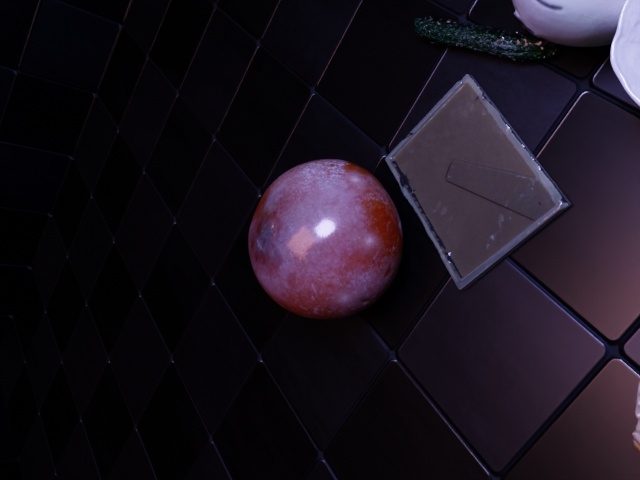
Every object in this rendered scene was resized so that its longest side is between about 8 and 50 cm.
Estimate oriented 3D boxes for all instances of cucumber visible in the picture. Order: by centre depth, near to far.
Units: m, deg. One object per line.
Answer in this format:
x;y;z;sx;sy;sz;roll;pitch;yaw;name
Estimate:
0.245;-0.309;0.909;0.256;0.043;0.044;32;111;43;cucumber

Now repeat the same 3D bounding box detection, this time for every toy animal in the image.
0.333;-0.375;0.708;0.212;0.212;0.267;2;82;46;toy animal

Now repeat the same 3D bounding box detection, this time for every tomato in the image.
0.000;0.000;0.982;0.270;0.227;0.271;-6;81;48;tomato

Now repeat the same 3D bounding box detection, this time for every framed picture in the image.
0.223;-0.094;0.914;0.209;0.019;0.281;-44;55;32;framed picture

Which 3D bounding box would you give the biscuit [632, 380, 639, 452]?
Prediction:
0.419;0.063;0.658;0.094;0.054;0.379;6;89;48;biscuit

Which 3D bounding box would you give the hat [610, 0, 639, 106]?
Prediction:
0.429;-0.206;0.634;0.203;0.126;0.203;-2;87;42;hat
